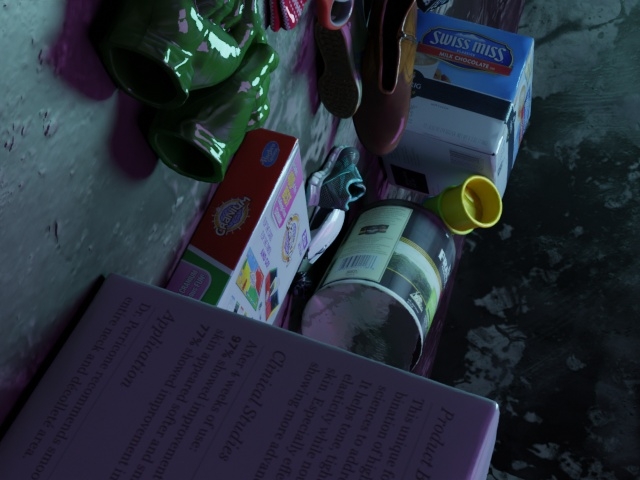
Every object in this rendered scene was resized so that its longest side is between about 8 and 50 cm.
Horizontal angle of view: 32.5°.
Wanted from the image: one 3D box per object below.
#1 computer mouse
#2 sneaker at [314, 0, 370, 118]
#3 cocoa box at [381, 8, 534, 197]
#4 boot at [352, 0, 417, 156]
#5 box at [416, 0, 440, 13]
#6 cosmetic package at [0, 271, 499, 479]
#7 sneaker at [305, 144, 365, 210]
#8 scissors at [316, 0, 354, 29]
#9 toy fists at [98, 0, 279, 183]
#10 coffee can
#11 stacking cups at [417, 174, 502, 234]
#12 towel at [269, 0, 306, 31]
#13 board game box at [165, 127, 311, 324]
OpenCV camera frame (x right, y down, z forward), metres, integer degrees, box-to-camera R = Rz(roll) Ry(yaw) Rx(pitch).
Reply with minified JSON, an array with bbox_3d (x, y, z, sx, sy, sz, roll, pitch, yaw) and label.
[{"bbox_3d":[0.000,0.000,1.719,0.106,0.042,0.193,72,38,-67],"label":"computer mouse"},{"bbox_3d":[0.040,-0.256,1.500,0.086,0.064,0.192,-59,159,-28],"label":"sneaker"},{"bbox_3d":[0.248,-0.227,2.006,0.347,0.231,0.228,61,49,-71],"label":"cocoa box"},{"bbox_3d":[0.103,-0.232,1.555,0.280,0.096,0.264,-90,-167,-76],"label":"boot"},{"bbox_3d":[0.256,-0.489,1.877,0.220,0.051,0.175,-44,180,27],"label":"box"},{"bbox_3d":[-0.081,0.296,1.027,0.327,0.394,0.329,91,23,-51],"label":"cosmetic package"},{"bbox_3d":[0.036,-0.089,1.678,0.166,0.076,0.065,-55,159,-51],"label":"sneaker"},{"bbox_3d":[-0.003,-0.290,1.255,0.297,0.021,0.109,-37,144,-69],"label":"scissors"},{"bbox_3d":[-0.103,-0.165,0.992,0.279,0.096,0.142,70,39,-67],"label":"toy fists"},{"bbox_3d":[0.102,0.082,1.851,0.275,0.202,0.201,-60,162,-54],"label":"coffee can"},{"bbox_3d":[0.188,-0.031,2.009,0.316,0.096,0.096,-23,-145,52],"label":"stacking cups"},{"bbox_3d":[0.005,-0.394,1.272,0.199,0.031,0.275,90,22,-49],"label":"towel"},{"bbox_3d":[-0.105,0.058,1.329,0.242,0.064,0.316,84,27,-59],"label":"board game box"}]
